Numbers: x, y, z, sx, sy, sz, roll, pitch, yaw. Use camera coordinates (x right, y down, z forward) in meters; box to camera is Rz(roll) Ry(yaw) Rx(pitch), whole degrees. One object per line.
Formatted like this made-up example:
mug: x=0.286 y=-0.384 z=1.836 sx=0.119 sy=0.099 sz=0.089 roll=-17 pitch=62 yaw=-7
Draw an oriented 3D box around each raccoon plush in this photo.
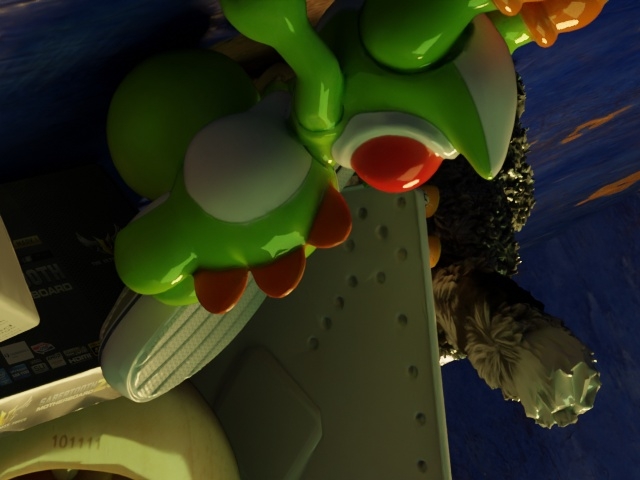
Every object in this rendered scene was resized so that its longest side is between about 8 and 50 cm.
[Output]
raccoon plush: x=0.172 y=0.015 z=1.597 sx=0.299 sy=0.446 sz=0.216 roll=-20 pitch=138 yaw=-31

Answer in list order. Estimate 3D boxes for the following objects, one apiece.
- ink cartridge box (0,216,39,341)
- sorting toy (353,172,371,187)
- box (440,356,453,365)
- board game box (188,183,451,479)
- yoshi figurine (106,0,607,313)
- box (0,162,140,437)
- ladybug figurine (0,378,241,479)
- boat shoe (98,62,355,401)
ink cartridge box: x=-0.265 y=-0.013 z=0.858 sx=0.171 sy=0.168 sz=0.233 roll=-23 pitch=171 yaw=-3
sorting toy: x=-0.102 y=-0.019 z=1.439 sx=0.365 sy=0.126 sz=0.127 roll=-26 pitch=171 yaw=18
box: x=0.019 y=0.075 z=1.999 sx=0.213 sy=0.117 sz=0.243 roll=-25 pitch=-150 yaw=6
board game box: x=-0.035 y=0.160 z=1.508 sx=0.390 sy=0.390 sz=0.050 roll=-8 pitch=177 yaw=42
yoshi figurine: x=-0.008 y=-0.114 z=1.124 sx=0.362 sy=0.203 sz=0.203 roll=-38 pitch=-157 yaw=11
box: x=-0.214 y=0.041 z=1.281 sx=0.232 sy=0.183 sz=0.059 roll=-15 pitch=146 yaw=-42
ladybug figurine: x=-0.226 y=0.241 z=1.470 sx=0.305 sy=0.162 sz=0.449 roll=5 pitch=126 yaw=-16
boat shoe: x=-0.074 y=-0.010 z=1.269 sx=0.302 sy=0.094 sz=0.109 roll=-50 pitch=157 yaw=-28
